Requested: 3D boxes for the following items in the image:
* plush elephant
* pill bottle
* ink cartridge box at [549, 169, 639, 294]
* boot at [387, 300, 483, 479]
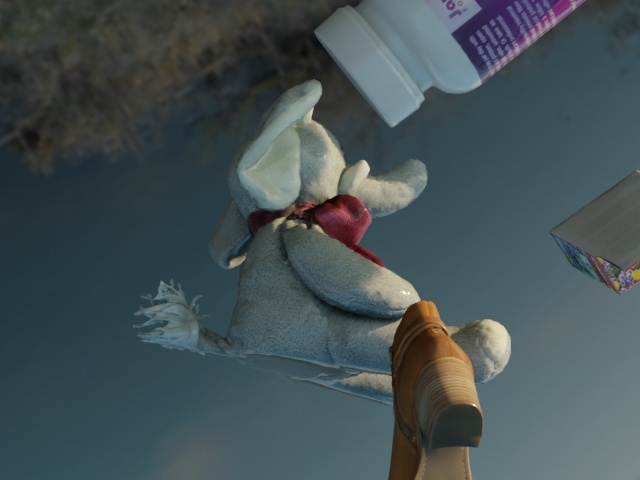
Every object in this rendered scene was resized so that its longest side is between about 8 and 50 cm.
[{"bbox_3d":[0.000,0.000,1.654,0.330,0.255,0.272,12,166,-12],"label":"plush elephant"},{"bbox_3d":[0.147,-0.252,1.710,0.301,0.169,0.169,-40,160,2],"label":"pill bottle"},{"bbox_3d":[0.172,-0.002,0.937,0.063,0.029,0.115,-35,-164,-3],"label":"ink cartridge box"},{"bbox_3d":[0.082,0.161,1.429,0.073,0.152,0.197,10,119,-16],"label":"boot"}]
